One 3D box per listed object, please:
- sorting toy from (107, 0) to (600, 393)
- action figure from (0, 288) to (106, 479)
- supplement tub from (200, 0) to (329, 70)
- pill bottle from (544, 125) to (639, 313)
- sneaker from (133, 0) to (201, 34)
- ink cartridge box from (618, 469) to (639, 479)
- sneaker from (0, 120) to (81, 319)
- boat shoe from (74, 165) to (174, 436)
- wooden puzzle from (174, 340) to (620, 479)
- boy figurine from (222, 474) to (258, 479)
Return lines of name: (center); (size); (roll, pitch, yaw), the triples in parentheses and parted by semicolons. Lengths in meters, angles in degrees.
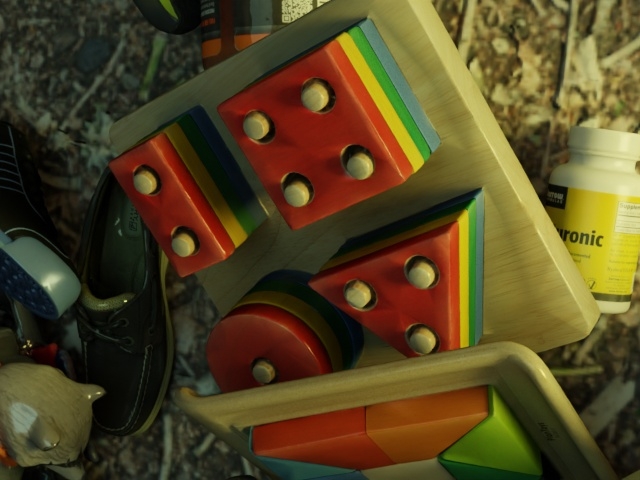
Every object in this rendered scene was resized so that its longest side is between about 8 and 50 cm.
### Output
sorting toy: (0.000, 0.000, 0.766); (0.257, 0.089, 0.255); (-22, 105, 36)
action figure: (-0.286, 0.200, 0.921); (0.330, 0.178, 0.341); (-30, 79, 30)
supplement tub: (-0.033, -0.170, 0.835); (0.106, 0.106, 0.198); (1, 93, 21)
pill bottle: (0.178, -0.014, 0.783); (0.065, 0.065, 0.116); (10, 96, 21)
sneaker: (-0.182, -0.263, 0.900); (0.121, 0.111, 0.300); (-43, 72, 28)
ink cartridge box: (0.344, 0.273, 0.646); (0.279, 0.160, 0.384); (-33, 90, 16)
sneaker: (-0.244, -0.037, 0.917); (0.090, 0.081, 0.232); (-38, 63, -25)
boat shoe: (-0.156, 0.043, 0.911); (0.080, 0.073, 0.223); (10, 96, 20)
wooden puzzle: (0.056, 0.140, 0.767); (0.239, 0.221, 0.044); (-9, 57, 23)
boy figurine: (0.027, 0.237, 0.686); (0.285, 0.092, 0.177); (18, 115, 46)
